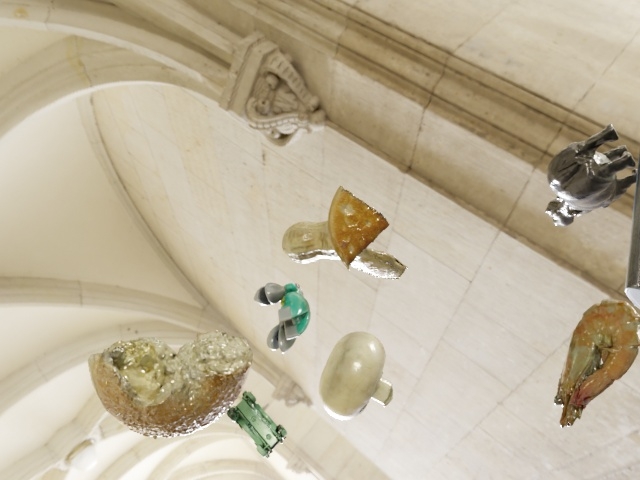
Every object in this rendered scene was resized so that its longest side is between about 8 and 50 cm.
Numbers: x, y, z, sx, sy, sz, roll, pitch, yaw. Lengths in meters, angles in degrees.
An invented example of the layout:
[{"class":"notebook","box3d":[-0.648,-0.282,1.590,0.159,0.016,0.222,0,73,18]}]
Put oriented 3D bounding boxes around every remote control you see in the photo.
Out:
[{"class":"remote control","box3d":[0.552,-0.069,0.814,0.107,0.044,0.377,37,-117,-33]}]

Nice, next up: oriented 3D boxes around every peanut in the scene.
[{"class":"peanut","box3d":[0.000,0.000,1.374,0.136,0.298,0.120,-13,-85,-47]}]

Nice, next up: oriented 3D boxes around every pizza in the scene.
[{"class":"pizza","box3d":[0.078,-0.035,1.050,0.131,0.178,0.041,-17,8,3]}]

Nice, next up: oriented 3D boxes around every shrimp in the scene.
[{"class":"shrimp","box3d":[0.565,0.259,1.023,0.154,0.062,0.294,-142,72,-73]}]

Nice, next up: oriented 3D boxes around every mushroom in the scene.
[{"class":"mushroom","box3d":[0.104,0.377,1.348,0.246,0.202,0.246,-58,-5,-8]}]

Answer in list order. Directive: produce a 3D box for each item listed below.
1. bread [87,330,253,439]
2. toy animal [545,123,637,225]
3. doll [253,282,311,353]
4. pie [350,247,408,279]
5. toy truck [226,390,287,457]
[{"class":"bread","box3d":[-0.287,0.289,0.952,0.314,0.171,0.192,10,-73,-38]},{"class":"toy animal","box3d":[0.551,-0.112,1.009,0.168,0.106,0.343,-25,-22,18]},{"class":"doll","box3d":[-0.098,0.216,1.414,0.153,0.195,0.258,-22,-13,5]},{"class":"pie","box3d":[0.156,0.063,1.529,0.282,0.128,0.068,27,-116,-41]},{"class":"toy truck","box3d":[-0.153,0.443,1.196,0.080,0.154,0.078,-42,-23,-19]}]
